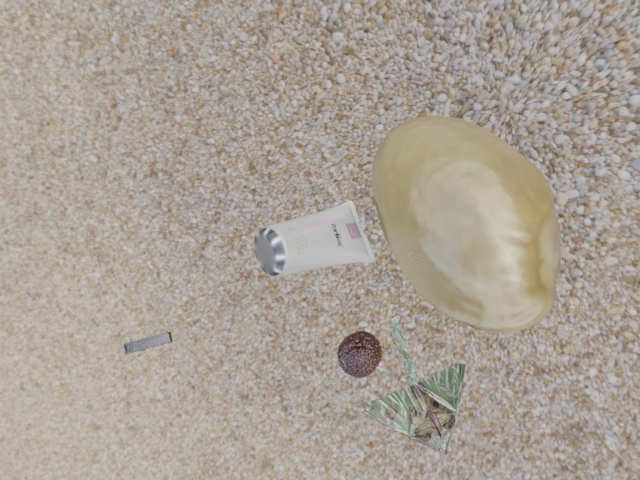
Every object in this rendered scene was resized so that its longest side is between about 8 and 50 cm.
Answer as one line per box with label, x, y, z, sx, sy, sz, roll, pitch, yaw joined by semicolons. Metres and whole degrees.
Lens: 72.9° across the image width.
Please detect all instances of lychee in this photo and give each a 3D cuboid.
lychee;0.103;0.305;1.154;0.123;0.123;0.129;24;148;15

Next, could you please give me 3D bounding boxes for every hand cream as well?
hand cream;0.000;0.000;1.097;0.118;0.359;0.185;-31;77;45

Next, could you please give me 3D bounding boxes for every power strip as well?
power strip;-0.419;0.250;1.056;0.111;0.038;0.029;-13;82;-12

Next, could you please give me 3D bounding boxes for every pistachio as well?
pistachio;0.159;-0.031;0.499;0.181;0.162;0.293;-47;51;26

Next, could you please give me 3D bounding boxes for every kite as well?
kite;0.172;0.261;0.786;0.012;0.229;0.250;120;133;-60
